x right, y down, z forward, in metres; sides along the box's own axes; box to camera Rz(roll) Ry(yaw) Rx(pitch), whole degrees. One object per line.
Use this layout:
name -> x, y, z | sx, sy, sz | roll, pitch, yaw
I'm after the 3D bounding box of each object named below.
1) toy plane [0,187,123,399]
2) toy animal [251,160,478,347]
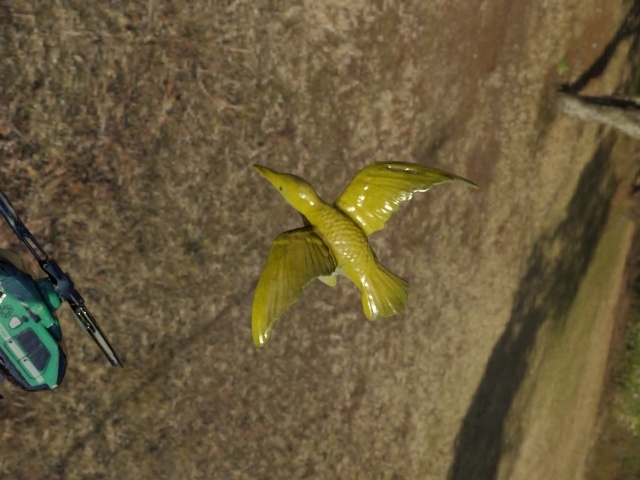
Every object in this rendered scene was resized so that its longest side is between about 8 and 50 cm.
toy plane -> -0.381, 0.053, 1.028 | 0.382, 0.155, 0.106 | 66, -9, -27
toy animal -> 0.000, 0.000, 0.695 | 0.219, 0.155, 0.095 | -41, 145, -24
